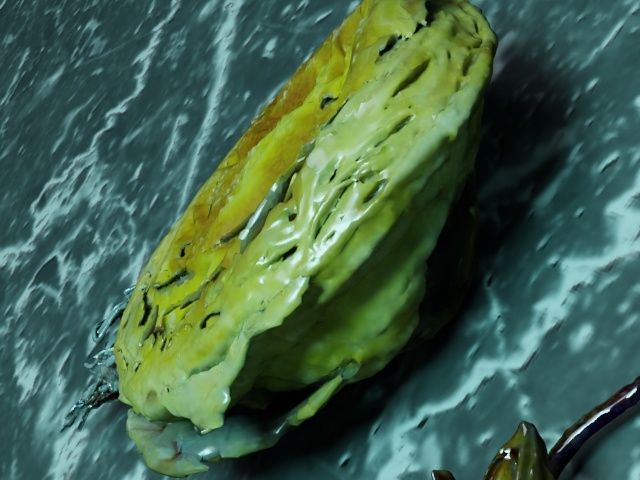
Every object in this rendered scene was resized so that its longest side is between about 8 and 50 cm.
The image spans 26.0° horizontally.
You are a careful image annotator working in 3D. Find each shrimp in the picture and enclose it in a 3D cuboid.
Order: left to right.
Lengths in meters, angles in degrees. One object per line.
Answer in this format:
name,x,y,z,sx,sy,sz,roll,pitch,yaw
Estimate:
shrimp,-0.109,0.059,0.859,0.165,0.056,0.065,-39,51,4

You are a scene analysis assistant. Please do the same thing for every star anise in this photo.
star anise,0.090,0.112,0.567,0.191,0.070,0.097,-48,61,6

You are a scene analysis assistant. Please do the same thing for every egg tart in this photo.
egg tart,0.000,0.000,0.729,0.297,0.132,0.297,-44,21,22
